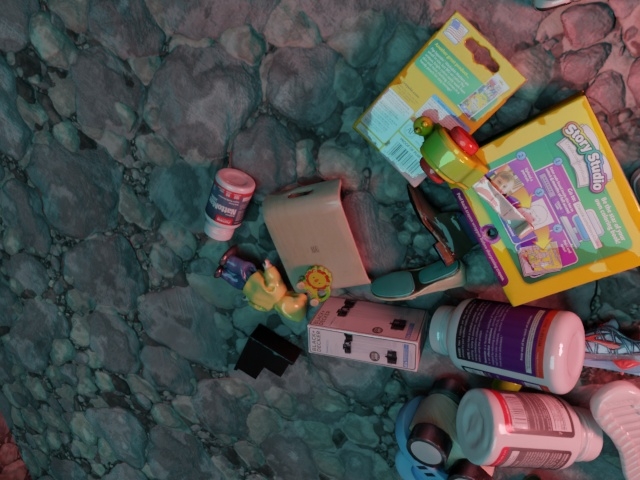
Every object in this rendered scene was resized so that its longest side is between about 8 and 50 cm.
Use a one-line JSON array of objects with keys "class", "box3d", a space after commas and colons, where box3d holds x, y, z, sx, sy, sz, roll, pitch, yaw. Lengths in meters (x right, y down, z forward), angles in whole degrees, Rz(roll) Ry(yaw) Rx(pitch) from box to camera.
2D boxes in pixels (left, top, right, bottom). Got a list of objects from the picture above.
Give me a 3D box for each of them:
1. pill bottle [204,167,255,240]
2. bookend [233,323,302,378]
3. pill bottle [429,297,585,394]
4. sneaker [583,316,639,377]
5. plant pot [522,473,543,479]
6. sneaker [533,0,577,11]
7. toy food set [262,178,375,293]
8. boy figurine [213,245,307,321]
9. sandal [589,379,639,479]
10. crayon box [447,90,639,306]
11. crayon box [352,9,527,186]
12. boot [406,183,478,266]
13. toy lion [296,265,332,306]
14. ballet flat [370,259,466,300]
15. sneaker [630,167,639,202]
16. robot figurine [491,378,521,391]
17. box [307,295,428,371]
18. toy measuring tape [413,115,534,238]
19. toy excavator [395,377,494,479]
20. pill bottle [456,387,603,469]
[{"class": "pill bottle", "box3d": [-0.252, -0.093, 1.429, 0.108, 0.108, 0.180, 29, 120, 7]}, {"class": "bookend", "box3d": [-0.162, 0.364, 1.619, 0.157, 0.072, 0.156, 30, 121, 6]}, {"class": "pill bottle", "box3d": [0.427, 0.234, 1.239, 0.323, 0.181, 0.182, 5, 117, 42]}, {"class": "sneaker", "box3d": [0.662, 0.239, 1.244, 0.261, 0.104, 0.125, 6, 88, 25]}, {"class": "plant pot", "box3d": [0.635, 0.752, 1.441, 0.165, 0.167, 0.167, 25, 120, 0]}, {"class": "sneaker", "box3d": [0.499, -0.513, 0.959, 0.228, 0.086, 0.132, -9, 107, 25]}, {"class": "toy food set", "box3d": [0.000, 0.000, 1.394, 0.219, 0.092, 0.306, -10, 117, 25]}, {"class": "boy figurine", "box3d": [-0.159, 0.126, 1.499, 0.285, 0.092, 0.177, 30, 127, 5]}, {"class": "sandal", "box3d": [0.777, 0.466, 1.284, 0.169, 0.102, 0.416, -29, 114, 15]}, {"class": "crayon box", "box3d": [0.485, -0.078, 1.137, 0.313, 0.106, 0.363, -26, 97, 28]}, {"class": "crayon box", "box3d": [0.252, -0.300, 1.151, 0.203, 0.083, 0.323, 44, 122, -2]}, {"class": "boot", "box3d": [0.293, -0.057, 1.266, 0.106, 0.082, 0.219, -28, 94, 6]}, {"class": "toy lion", "box3d": [-0.008, 0.115, 1.396, 0.096, 0.034, 0.100, -28, 111, 24]}, {"class": "ballet flat", "box3d": [0.252, 0.112, 1.344, 0.248, 0.086, 0.086, -17, 106, 25]}, {"class": "sneaker", "box3d": [0.730, -0.022, 1.069, 0.281, 0.115, 0.105, 46, 121, -3]}, {"class": "robot figurine", "box3d": [0.485, 0.362, 1.367, 0.101, 0.067, 0.115, 18, 118, 7]}, {"class": "box", "box3d": [0.126, 0.239, 1.395, 0.289, 0.169, 0.087, 6, 115, 20]}, {"class": "toy measuring tape", "box3d": [0.301, -0.126, 1.071, 0.330, 0.121, 0.121, 49, 121, 7]}, {"class": "toy excavator", "box3d": [0.333, 0.654, 1.506, 0.433, 0.222, 0.445, 43, 135, -2]}, {"class": "pill bottle", "box3d": [0.510, 0.460, 1.287, 0.318, 0.176, 0.176, 10, 120, -15]}]
